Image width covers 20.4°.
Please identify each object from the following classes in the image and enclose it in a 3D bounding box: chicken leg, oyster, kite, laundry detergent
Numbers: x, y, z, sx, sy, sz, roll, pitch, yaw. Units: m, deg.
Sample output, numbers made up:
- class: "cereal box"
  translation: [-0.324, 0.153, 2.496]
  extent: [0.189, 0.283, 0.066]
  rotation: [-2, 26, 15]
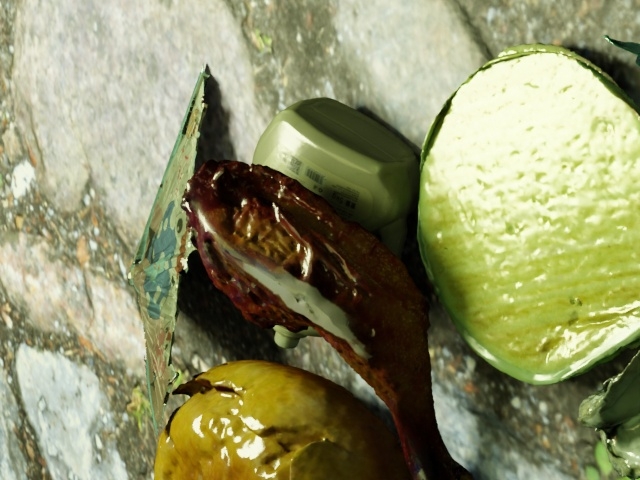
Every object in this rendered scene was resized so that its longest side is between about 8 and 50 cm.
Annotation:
- class: "chicken leg"
  translation: [0.024, 0.083, 1.648]
  extent: [0.158, 0.096, 0.407]
  rotation: [-37, 96, 32]
- class: "oyster"
  translation: [0.312, 0.133, 1.418]
  extent: [0.199, 0.087, 0.252]
  rotation: [21, 146, 12]
- class: "kite"
  translation: [-0.151, 0.012, 1.877]
  extent: [0.368, 0.014, 0.406]
  rotation: [154, 124, -66]
- class: "laundry detergent"
  translation: [0.000, 0.000, 1.736]
  extent: [0.181, 0.091, 0.253]
  rotation: [32, 123, 26]

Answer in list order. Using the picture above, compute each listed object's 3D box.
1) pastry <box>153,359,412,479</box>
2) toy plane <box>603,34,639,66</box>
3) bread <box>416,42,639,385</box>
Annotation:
- class: "pastry"
  translation: [-0.038, 0.291, 1.803]
  extent: [0.356, 0.164, 0.356]
  rotation: [16, 113, 43]
- class: "toy plane"
  translation: [0.308, -0.100, 1.363]
  extent: [0.235, 0.096, 0.060]
  rotation: [53, 134, 51]
- class: "bread"
  translation: [0.194, -0.023, 1.547]
  extent: [0.301, 0.045, 0.301]
  rotation: [12, 107, 45]
